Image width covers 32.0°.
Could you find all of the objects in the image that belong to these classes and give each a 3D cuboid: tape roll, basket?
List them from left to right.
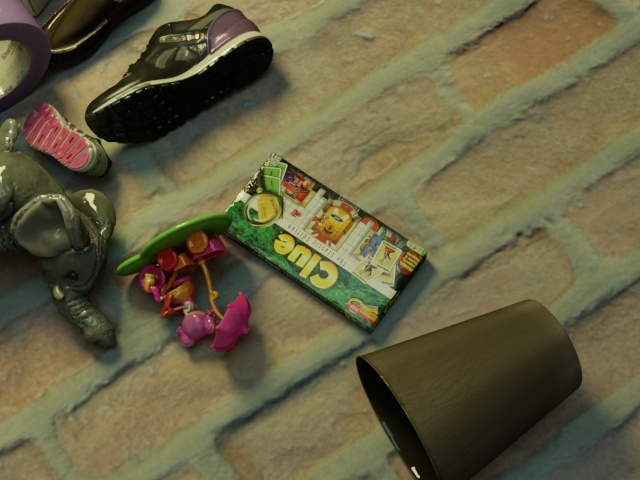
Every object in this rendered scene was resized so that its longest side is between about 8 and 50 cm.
[{"bbox_3d":[-0.473,-0.256,1.536,0.189,0.189,0.080,-34,72,-12],"label":"tape roll"},{"bbox_3d":[0.190,0.177,1.367,0.227,0.154,0.204,-27,67,-14],"label":"basket"}]

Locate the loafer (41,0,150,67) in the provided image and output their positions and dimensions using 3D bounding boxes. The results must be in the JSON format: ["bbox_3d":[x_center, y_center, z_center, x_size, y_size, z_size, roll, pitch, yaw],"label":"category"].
[{"bbox_3d":[-0.334,-0.343,1.629,0.080,0.078,0.220,40,73,16],"label":"loafer"}]

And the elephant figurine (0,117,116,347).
[{"bbox_3d":[-0.343,-0.006,1.456,0.239,0.186,0.169,21,48,6],"label":"elephant figurine"}]

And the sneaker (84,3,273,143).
[{"bbox_3d":[-0.216,-0.240,1.585,0.283,0.107,0.124,-29,59,-17],"label":"sneaker"}]

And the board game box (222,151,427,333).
[{"bbox_3d":[0.000,0.000,1.507,0.259,0.030,0.136,33,74,14],"label":"board game box"}]

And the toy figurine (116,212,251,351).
[{"bbox_3d":[-0.162,0.073,1.446,0.173,0.130,0.159,-27,78,14],"label":"toy figurine"}]

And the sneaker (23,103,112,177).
[{"bbox_3d":[-0.350,-0.133,1.556,0.170,0.075,0.063,34,89,37],"label":"sneaker"}]

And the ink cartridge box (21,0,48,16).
[{"bbox_3d":[-0.501,-0.500,1.674,0.289,0.121,0.211,27,70,12],"label":"ink cartridge box"}]
